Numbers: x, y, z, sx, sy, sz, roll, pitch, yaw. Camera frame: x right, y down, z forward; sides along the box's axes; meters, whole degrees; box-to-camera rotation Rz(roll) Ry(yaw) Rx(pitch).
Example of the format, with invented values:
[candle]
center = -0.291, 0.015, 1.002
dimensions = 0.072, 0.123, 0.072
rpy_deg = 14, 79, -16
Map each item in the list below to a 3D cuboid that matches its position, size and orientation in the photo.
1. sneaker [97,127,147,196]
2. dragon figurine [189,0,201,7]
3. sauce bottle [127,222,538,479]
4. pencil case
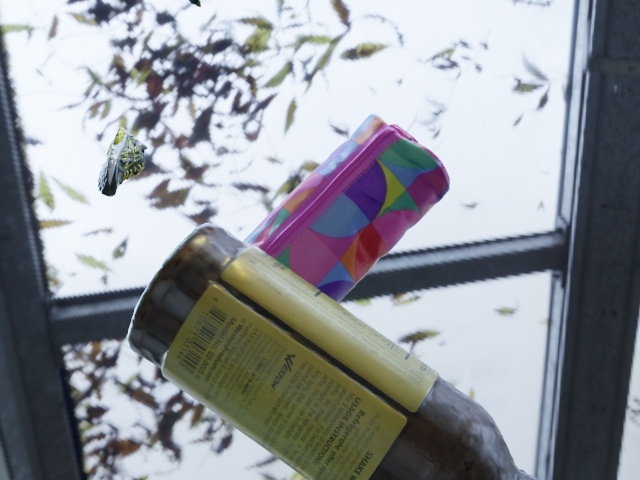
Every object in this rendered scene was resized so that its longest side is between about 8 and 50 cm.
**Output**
[sneaker]
center = -0.174, -0.068, 0.966
dimensions = 0.035, 0.083, 0.031
rpy_deg = 23, -47, -17
[dragon figurine]
center = -0.060, -0.254, 0.816
dimensions = 0.144, 0.289, 0.085
rpy_deg = -43, -116, 50
[sauce bottle]
center = 0.035, 0.125, 0.715
dimensions = 0.344, 0.111, 0.111
rpy_deg = 36, -56, 7
[pencil case]
center = 0.000, 0.000, 0.902
dimensions = 0.236, 0.104, 0.104
rpy_deg = -45, -74, -11
